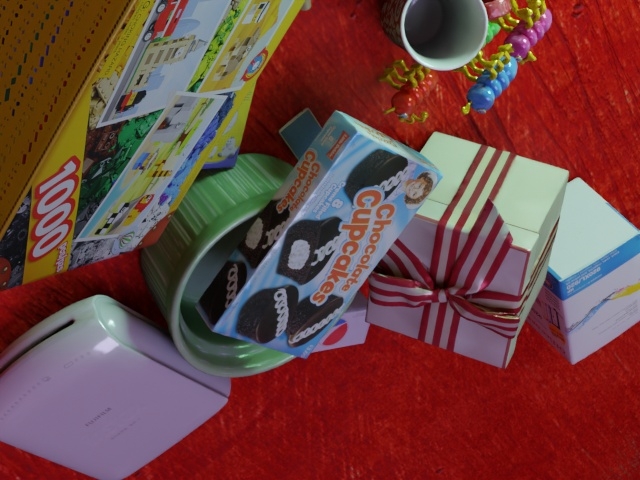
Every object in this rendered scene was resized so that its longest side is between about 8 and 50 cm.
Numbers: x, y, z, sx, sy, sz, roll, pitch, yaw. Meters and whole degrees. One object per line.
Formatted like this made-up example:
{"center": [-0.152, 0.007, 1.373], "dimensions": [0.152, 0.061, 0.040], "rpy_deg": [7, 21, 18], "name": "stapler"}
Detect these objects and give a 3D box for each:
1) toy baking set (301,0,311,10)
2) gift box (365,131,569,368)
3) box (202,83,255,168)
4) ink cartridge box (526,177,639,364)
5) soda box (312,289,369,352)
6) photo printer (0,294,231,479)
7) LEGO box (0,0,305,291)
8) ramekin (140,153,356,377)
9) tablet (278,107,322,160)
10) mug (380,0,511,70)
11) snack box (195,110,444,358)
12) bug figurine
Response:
{"center": [-0.097, -0.340, 1.622], "dimensions": [0.196, 0.030, 0.256], "rpy_deg": [-22, 135, -21], "name": "toy baking set"}
{"center": [0.201, 0.000, 1.933], "dimensions": [0.258, 0.255, 0.276], "rpy_deg": [-55, 152, -47], "name": "gift box"}
{"center": [-0.143, -0.176, 1.714], "dimensions": [0.105, 0.043, 0.179], "rpy_deg": [-6, 128, -30], "name": "box"}
{"center": [0.432, 0.055, 2.257], "dimensions": [0.168, 0.171, 0.233], "rpy_deg": [-31, 137, -12], "name": "ink cartridge box"}
{"center": [-0.027, 0.127, 2.047], "dimensions": [0.216, 0.069, 0.074], "rpy_deg": [-8, 129, -33], "name": "soda box"}
{"center": [-0.309, 0.206, 1.844], "dimensions": [0.256, 0.107, 0.307], "rpy_deg": [-36, 140, 15], "name": "photo printer"}
{"center": [-0.214, -0.214, 1.387], "dimensions": [0.500, 0.193, 0.372], "rpy_deg": [-56, 166, 22], "name": "LEGO box"}
{"center": [-0.101, 0.027, 1.844], "dimensions": [0.303, 0.148, 0.303], "rpy_deg": [-21, 135, -22], "name": "ramekin"}
{"center": [-0.022, -0.146, 1.865], "dimensions": [0.054, 0.006, 0.083], "rpy_deg": [-40, 140, -3], "name": "tablet"}
{"center": [0.156, -0.282, 1.731], "dimensions": [0.150, 0.169, 0.113], "rpy_deg": [11, 101, -13], "name": "mug"}
{"center": [0.000, 0.000, 1.737], "dimensions": [0.187, 0.060, 0.322], "rpy_deg": [22, 110, -46], "name": "snack box"}
{"center": [0.203, -0.238, 1.768], "dimensions": [0.216, 0.279, 0.072], "rpy_deg": [-48, 112, -16], "name": "bug figurine"}
